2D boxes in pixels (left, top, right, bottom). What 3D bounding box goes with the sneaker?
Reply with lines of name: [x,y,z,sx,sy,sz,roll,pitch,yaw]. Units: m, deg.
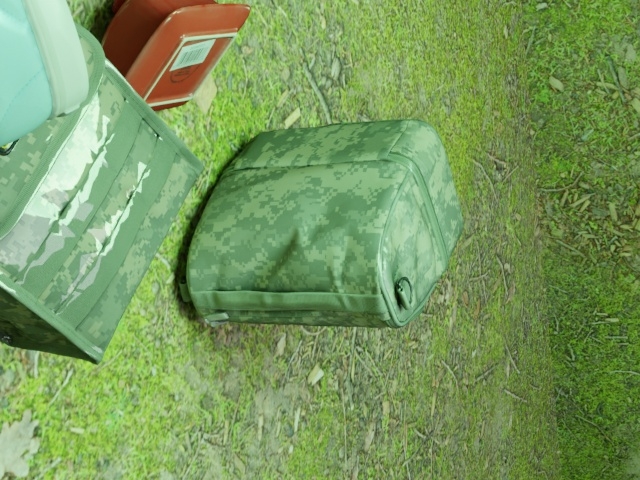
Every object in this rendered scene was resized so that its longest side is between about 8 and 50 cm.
sneaker: [-0.287,-0.214,0.726,0.150,0.135,0.365,-41,129,-29]

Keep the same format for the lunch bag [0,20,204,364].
lunch bag: [-0.274,-0.064,0.946,0.287,0.169,0.235,50,55,-42]

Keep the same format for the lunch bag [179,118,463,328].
lunch bag: [0.000,0.000,1.323,0.256,0.305,0.212,-58,139,-46]

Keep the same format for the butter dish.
butter dish: [-0.181,-0.226,1.151,0.160,0.118,0.160,-48,167,30]
